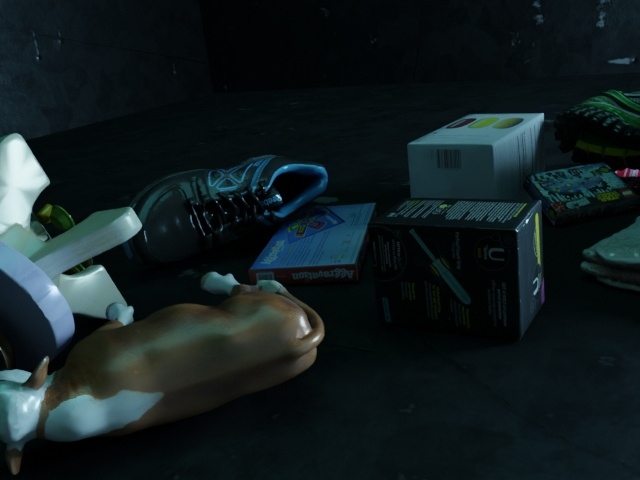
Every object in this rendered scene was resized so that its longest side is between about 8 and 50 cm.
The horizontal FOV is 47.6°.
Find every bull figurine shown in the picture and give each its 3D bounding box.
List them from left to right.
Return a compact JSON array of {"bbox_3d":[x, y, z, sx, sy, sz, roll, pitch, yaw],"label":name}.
[{"bbox_3d":[-0.153,0.109,0.668,0.310,0.101,0.188,-10,16,-9],"label":"bull figurine"}]

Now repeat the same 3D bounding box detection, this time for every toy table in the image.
[{"bbox_3d":[-0.329,0.028,0.808,0.274,0.252,0.161,7,39,30],"label":"toy table"}]

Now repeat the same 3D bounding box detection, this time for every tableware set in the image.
[{"bbox_3d":[-0.317,0.016,0.938,0.104,0.154,0.024,6,41,40],"label":"tableware set"}]

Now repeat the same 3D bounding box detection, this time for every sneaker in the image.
[{"bbox_3d":[-0.139,-0.060,1.091,0.340,0.125,0.139,-29,20,-36],"label":"sneaker"},{"bbox_3d":[0.532,-0.166,1.097,0.146,0.134,0.343,-36,40,-18],"label":"sneaker"}]

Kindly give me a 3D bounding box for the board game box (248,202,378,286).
[{"bbox_3d":[0.000,0.000,1.063,0.145,0.027,0.281,-3,19,11],"label":"board game box"}]

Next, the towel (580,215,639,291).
[{"bbox_3d":[0.454,0.021,0.797,0.187,0.049,0.282,-22,24,-38],"label":"towel"}]

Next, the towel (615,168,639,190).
[{"bbox_3d":[0.577,-0.120,1.212,0.274,0.031,0.199,3,20,28],"label":"towel"}]

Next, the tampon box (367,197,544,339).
[{"bbox_3d":[0.149,0.024,0.782,0.161,0.121,0.101,4,22,30],"label":"tampon box"}]

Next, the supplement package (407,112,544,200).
[{"bbox_3d":[0.253,-0.114,1.145,0.139,0.134,0.244,5,22,32],"label":"supplement package"}]

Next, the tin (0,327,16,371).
[{"bbox_3d":[-0.392,0.127,0.700,0.189,0.106,0.040,-7,10,-2],"label":"tin"}]

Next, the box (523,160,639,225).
[{"bbox_3d":[0.387,-0.072,1.082,0.137,0.027,0.094,-11,44,-13],"label":"box"}]
